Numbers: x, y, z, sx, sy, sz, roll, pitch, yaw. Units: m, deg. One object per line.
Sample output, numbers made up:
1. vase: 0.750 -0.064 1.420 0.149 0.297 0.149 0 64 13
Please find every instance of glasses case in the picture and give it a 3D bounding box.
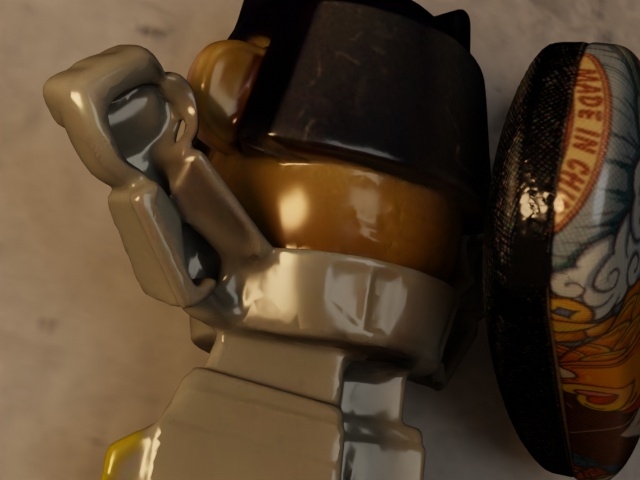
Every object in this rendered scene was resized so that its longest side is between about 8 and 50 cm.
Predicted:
1. glasses case: 0.129 0.028 0.566 0.321 0.082 0.122 62 36 -60

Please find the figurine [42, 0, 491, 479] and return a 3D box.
1. figurine: 0.004 0.001 0.544 0.308 0.143 0.308 6 90 -66
